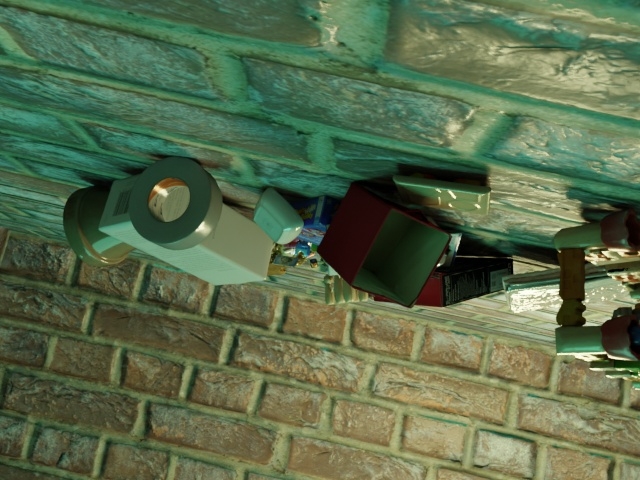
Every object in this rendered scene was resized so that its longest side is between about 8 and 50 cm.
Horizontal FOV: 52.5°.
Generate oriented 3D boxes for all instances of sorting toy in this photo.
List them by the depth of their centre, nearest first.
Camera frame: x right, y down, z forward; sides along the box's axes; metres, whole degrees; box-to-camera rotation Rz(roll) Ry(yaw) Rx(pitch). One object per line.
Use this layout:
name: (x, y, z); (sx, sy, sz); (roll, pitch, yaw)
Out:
sorting toy: (0.257, -0.100, 1.353); (0.193, 0.038, 0.208); (10, 173, 15)

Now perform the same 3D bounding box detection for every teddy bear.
teddy bear: (-0.174, 0.040, 2.345); (0.245, 0.113, 0.338); (-6, 165, 5)

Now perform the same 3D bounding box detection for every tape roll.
tape roll: (-0.351, -0.089, 1.572); (0.219, 0.219, 0.072); (9, 168, 17)

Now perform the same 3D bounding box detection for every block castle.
block castle: (0.686, 0.141, 1.353); (0.453, 0.303, 0.212); (25, 155, -38)

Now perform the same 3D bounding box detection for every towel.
towel: (0.670, 0.131, 1.758); (0.331, 0.053, 0.317); (-9, 161, 18)

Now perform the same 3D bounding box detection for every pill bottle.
pill bottle: (0.211, 0.064, 1.582); (0.103, 0.103, 0.184); (21, 139, -36)

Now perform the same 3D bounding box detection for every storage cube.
storage cube: (0.138, 0.007, 1.448); (0.183, 0.215, 0.193); (21, -169, -30)

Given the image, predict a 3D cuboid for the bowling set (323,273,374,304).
bowling set: (0.137, 0.172, 2.626); (0.199, 0.154, 0.287); (-3, 174, -23)

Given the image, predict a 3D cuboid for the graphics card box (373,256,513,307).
graphics card box: (0.347, 0.108, 1.810); (0.232, 0.094, 0.371); (0, -174, 45)

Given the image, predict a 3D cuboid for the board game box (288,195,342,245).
board game box: (0.079, -0.023, 1.798); (0.347, 0.078, 0.233); (19, 166, -32)

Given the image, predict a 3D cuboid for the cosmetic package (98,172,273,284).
cosmetic package: (-0.372, -0.025, 1.876); (0.230, 0.162, 0.453); (-8, 152, 38)

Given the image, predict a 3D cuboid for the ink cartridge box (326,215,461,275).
ink cartridge box: (0.181, 0.014, 1.654); (0.332, 0.065, 0.165); (-3, 146, -1)

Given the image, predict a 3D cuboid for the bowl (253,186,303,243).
bowl: (-0.118, -0.056, 1.691); (0.142, 0.053, 0.142); (46, 150, 4)

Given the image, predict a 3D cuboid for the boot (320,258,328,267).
boot: (0.047, 0.064, 2.204); (0.236, 0.085, 0.178); (9, 174, -43)

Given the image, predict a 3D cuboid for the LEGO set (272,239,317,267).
LEGO set: (-0.111, 0.041, 2.101); (0.244, 0.182, 0.060); (8, 127, 16)

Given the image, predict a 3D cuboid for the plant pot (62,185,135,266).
plant pot: (-0.626, -0.064, 2.028); (0.229, 0.263, 0.263); (-13, 159, 23)

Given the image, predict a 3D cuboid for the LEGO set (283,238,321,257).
LEGO set: (0.000, 0.000, 2.018); (0.227, 0.093, 0.087); (7, -160, 0)
